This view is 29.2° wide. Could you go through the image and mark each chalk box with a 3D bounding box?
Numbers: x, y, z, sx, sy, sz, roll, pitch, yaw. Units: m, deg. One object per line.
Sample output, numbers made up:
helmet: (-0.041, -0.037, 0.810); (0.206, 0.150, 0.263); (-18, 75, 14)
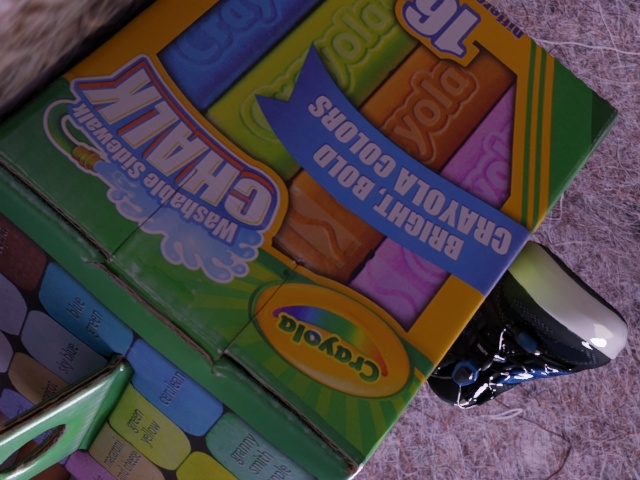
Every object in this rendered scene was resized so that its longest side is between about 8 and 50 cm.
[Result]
chalk box: (-0.041, 0.017, 0.521); (0.289, 0.179, 0.180); (-49, 178, -34)

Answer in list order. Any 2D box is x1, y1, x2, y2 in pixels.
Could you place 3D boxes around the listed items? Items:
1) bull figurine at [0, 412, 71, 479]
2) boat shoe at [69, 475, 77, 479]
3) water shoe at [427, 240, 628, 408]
bull figurine: (-0.243, 0.201, 0.615); (0.310, 0.101, 0.188); (-55, 172, 5)
boat shoe: (-0.123, 0.181, 0.707); (0.105, 0.306, 0.113); (-54, 142, -5)
water shoe: (0.094, 0.056, 0.626); (0.080, 0.073, 0.203); (-47, 177, -7)
